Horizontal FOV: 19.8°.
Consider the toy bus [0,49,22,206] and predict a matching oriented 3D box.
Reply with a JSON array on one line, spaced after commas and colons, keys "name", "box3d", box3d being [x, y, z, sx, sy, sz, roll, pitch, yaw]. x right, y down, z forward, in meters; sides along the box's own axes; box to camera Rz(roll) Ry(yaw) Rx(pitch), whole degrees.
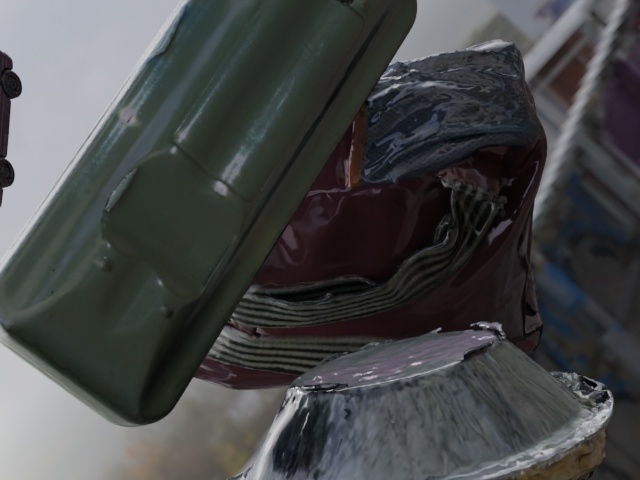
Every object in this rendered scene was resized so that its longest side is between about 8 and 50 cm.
[{"name": "toy bus", "box3d": [-0.365, -0.116, 1.852, 0.087, 0.098, 0.178, -14, 63, 31]}]

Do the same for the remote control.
[{"name": "remote control", "box3d": [-0.061, -0.055, 1.074, 0.335, 0.128, 0.065, -59, 20, -21]}]

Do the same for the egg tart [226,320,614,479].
[{"name": "egg tart", "box3d": [0.052, 0.107, 1.050, 0.234, 0.094, 0.234, -15, 8, 2]}]

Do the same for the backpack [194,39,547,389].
[{"name": "backpack", "box3d": [0.000, 0.000, 1.302, 0.283, 0.317, 0.197, 83, 177, -48]}]
